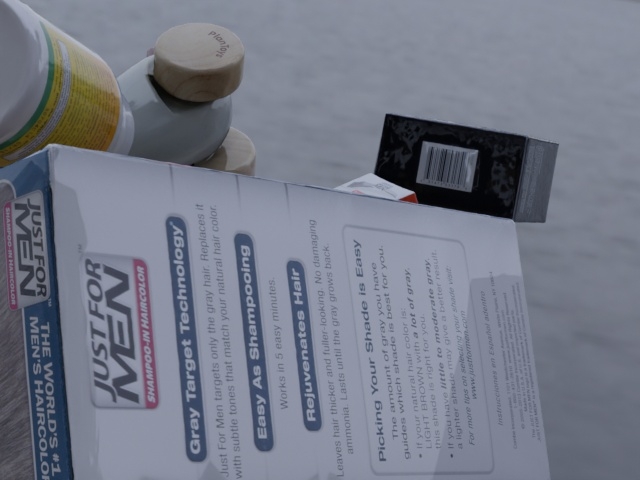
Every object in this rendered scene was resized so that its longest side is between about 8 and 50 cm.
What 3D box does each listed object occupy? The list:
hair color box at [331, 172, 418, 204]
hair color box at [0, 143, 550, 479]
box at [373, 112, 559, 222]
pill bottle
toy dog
[{"bbox_3d":[0.000,0.000,1.522,0.167,0.053,0.093,-24,22,-18],"label":"hair color box"},{"bbox_3d":[-0.029,0.065,0.885,0.105,0.174,0.347,-18,-18,40],"label":"hair color box"},{"bbox_3d":[0.154,-0.075,1.777,0.156,0.093,0.158,11,4,19],"label":"box"},{"bbox_3d":[-0.216,-0.103,1.248,0.117,0.118,0.208,12,-5,17],"label":"pill bottle"},{"bbox_3d":[-0.215,-0.112,1.544,0.333,0.220,0.161,0,32,-36],"label":"toy dog"}]
